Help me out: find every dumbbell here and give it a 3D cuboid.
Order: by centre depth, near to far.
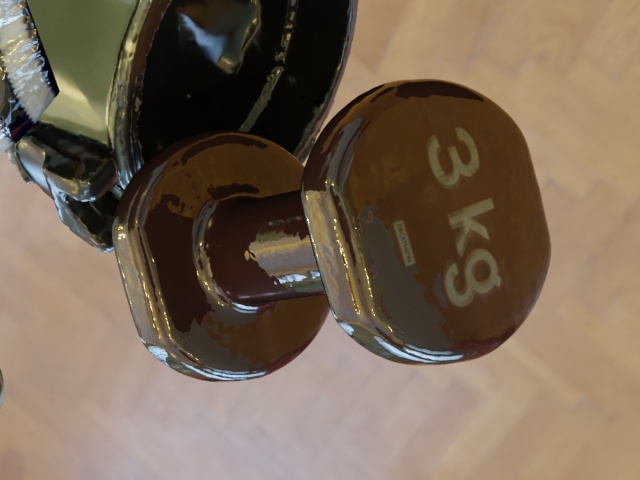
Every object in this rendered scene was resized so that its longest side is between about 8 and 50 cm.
[{"bbox_3d":[0.000,0.000,1.004,0.225,0.124,0.140,-8,97,54],"label":"dumbbell"}]

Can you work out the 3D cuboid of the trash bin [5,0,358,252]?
[{"bbox_3d":[-0.142,-0.149,1.193,0.263,0.277,0.217,25,147,29],"label":"trash bin"}]

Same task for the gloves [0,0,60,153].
[{"bbox_3d":[-0.248,-0.073,1.011,0.140,0.219,0.131,85,163,-71],"label":"gloves"}]

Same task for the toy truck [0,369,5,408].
[{"bbox_3d":[-0.184,0.000,0.690,0.080,0.115,0.177,95,154,-64],"label":"toy truck"}]
